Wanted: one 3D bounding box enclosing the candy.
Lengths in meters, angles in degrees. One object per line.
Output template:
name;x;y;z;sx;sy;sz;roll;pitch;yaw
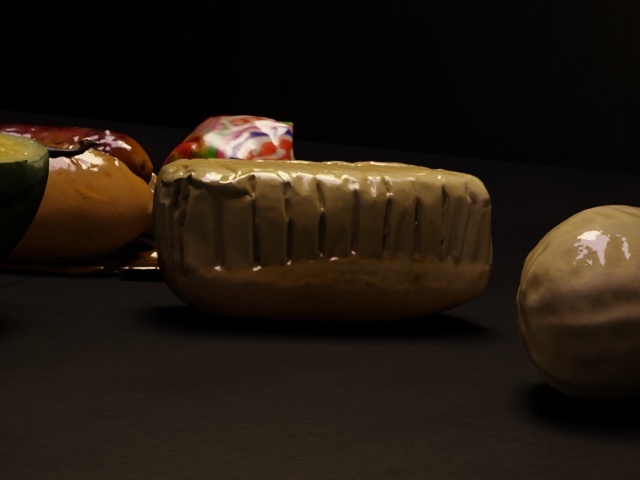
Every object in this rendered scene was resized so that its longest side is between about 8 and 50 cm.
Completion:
candy;-0.159;-0.045;1.759;0.124;0.124;0.365;-2;0;-44

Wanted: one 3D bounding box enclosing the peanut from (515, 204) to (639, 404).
peanut;0.198;0.038;1.135;0.125;0.111;0.274;-11;-8;40

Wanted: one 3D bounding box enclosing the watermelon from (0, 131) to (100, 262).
watermelon;-0.271;-0.019;1.209;0.204;0.127;0.232;5;8;13

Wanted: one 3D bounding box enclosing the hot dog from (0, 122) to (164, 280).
hot dog;-0.248;-0.037;1.497;0.326;0.107;0.194;2;7;-14

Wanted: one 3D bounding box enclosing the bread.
bread;0.000;0.000;1.318;0.236;0.106;0.140;2;8;-19
